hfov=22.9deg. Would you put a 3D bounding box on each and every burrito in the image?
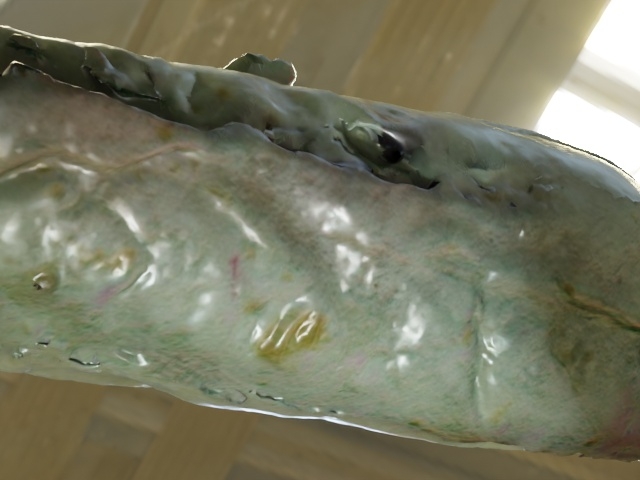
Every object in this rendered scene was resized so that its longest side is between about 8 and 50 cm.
[{"bbox_3d":[0.000,0.003,0.424,0.309,0.096,0.066,12,-175,-23],"label":"burrito"}]
